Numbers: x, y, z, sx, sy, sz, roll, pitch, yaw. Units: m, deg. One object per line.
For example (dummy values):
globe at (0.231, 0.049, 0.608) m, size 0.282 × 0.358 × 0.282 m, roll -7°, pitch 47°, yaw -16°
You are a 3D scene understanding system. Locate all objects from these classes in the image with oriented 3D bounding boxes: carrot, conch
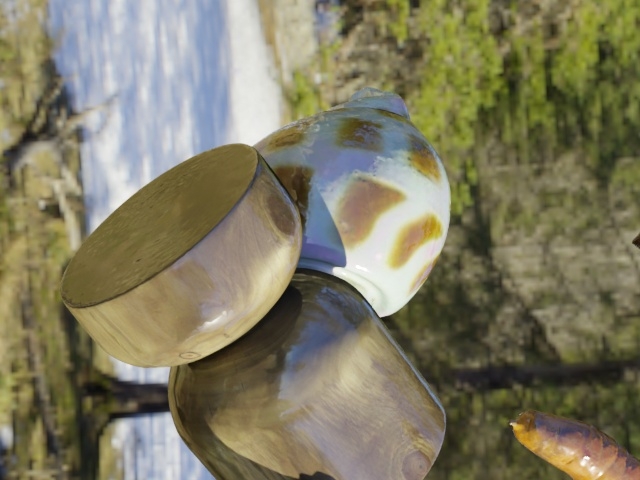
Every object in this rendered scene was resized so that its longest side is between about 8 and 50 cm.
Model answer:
carrot at (0.241, 0.192, 0.991) m, size 0.059 × 0.248 × 0.059 m, roll -50°, pitch -165°, yaw 18°
conch at (0.000, -0.001, 1.215) m, size 0.368 × 0.197 × 0.249 m, roll -40°, pitch 169°, yaw -27°

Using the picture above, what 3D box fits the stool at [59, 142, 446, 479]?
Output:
stool at (-0.045, 0.083, 0.984) m, size 0.264 × 0.179 × 0.179 m, roll 53°, pitch 21°, yaw -23°

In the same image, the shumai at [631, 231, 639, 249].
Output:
shumai at (0.487, 0.022, 1.437) m, size 0.222 × 0.271 × 0.204 m, roll 92°, pitch 3°, yaw -63°
